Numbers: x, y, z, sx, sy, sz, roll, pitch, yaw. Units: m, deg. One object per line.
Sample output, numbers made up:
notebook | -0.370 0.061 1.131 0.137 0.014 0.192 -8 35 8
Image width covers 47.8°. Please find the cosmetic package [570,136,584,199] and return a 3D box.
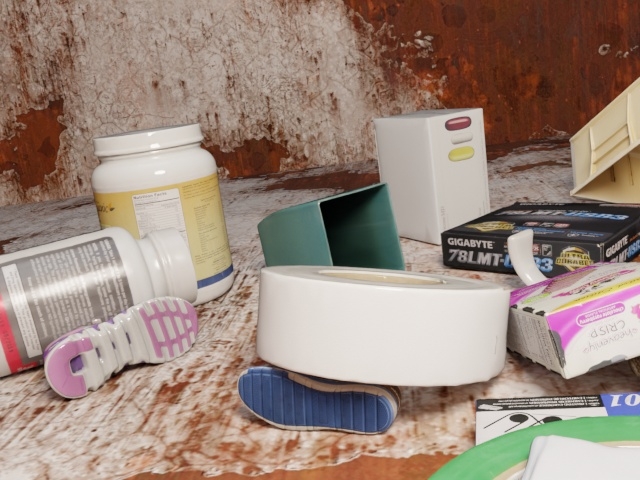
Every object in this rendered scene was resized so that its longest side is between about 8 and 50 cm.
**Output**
cosmetic package | 0.702 -0.176 1.663 0.151 0.151 0.184 -14 14 -24

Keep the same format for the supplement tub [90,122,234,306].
supplement tub | -0.291 -0.047 1.329 0.229 0.316 0.228 -8 12 2

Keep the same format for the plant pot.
plant pot | 0.000 0.000 1.312 0.166 0.165 0.234 -18 10 -39

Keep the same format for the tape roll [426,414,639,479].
tape roll | 0.206 0.211 0.426 0.322 0.077 0.321 -7 13 2

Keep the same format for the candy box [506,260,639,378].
candy box | 0.296 0.079 0.802 0.159 0.071 0.233 -18 0 -1

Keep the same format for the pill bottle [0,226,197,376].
pill bottle | -0.362 0.079 1.113 0.319 0.176 0.176 -16 15 -24

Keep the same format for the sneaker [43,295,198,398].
sneaker | -0.288 0.142 1.024 0.236 0.095 0.105 -19 9 -38

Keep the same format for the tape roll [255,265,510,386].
tape roll | 0.069 0.090 0.839 0.286 0.100 0.286 4 1 0

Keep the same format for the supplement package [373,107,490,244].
supplement package | 0.238 -0.142 1.547 0.145 0.261 0.204 -14 14 -26

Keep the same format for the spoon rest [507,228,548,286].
spoon rest | 0.387 0.064 1.008 0.137 0.084 0.276 -18 29 -34

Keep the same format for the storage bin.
storage bin | 0.632 -0.166 1.292 0.262 0.123 0.260 9 -23 -12

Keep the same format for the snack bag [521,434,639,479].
snack bag | 0.228 0.173 0.322 0.343 0.037 0.323 -1 15 30

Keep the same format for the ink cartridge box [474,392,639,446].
ink cartridge box | 0.241 0.175 0.630 0.207 0.046 0.097 -5 13 14

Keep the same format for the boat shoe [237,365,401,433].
boat shoe | -0.001 0.169 0.789 0.183 0.066 0.066 8 13 21

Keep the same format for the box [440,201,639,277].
box | 0.417 -0.010 1.294 0.296 0.073 0.293 5 19 42

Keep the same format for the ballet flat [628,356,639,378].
ballet flat | 0.417 0.115 0.794 0.250 0.058 0.084 -12 -5 -41
